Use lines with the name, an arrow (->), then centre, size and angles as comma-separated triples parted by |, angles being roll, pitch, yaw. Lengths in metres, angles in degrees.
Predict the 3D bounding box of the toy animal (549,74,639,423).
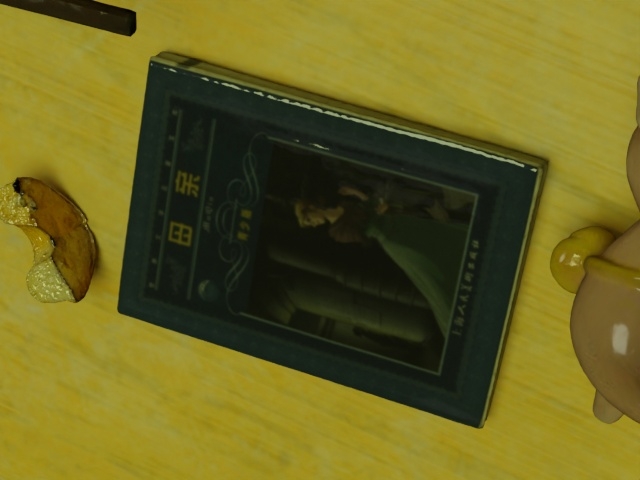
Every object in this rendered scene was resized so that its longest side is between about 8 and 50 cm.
toy animal -> 0.224, 0.015, 1.013 | 0.165, 0.149, 0.248 | 15, 125, -1

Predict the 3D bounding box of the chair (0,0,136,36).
chair -> -0.235, -0.233, 1.065 | 0.319, 0.186, 0.160 | 13, 113, 12

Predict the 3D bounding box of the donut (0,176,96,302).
donut -> -0.194, -0.001, 1.204 | 0.038, 0.067, 0.083 | -16, 137, 41

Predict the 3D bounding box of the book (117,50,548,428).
book -> 0.000, 0.000, 1.151 | 0.269, 0.025, 0.191 | 17, 114, 14
